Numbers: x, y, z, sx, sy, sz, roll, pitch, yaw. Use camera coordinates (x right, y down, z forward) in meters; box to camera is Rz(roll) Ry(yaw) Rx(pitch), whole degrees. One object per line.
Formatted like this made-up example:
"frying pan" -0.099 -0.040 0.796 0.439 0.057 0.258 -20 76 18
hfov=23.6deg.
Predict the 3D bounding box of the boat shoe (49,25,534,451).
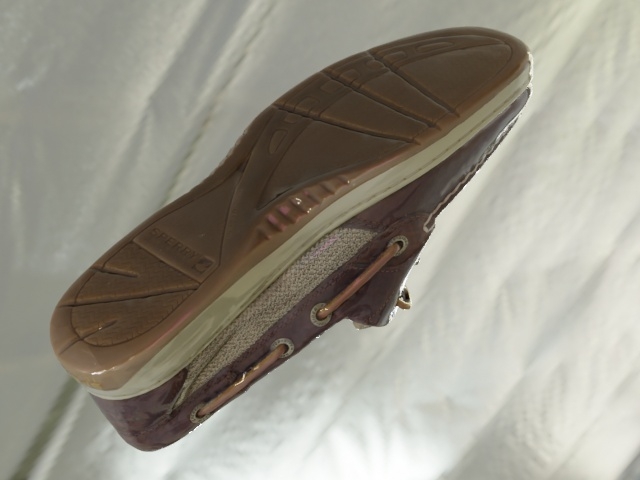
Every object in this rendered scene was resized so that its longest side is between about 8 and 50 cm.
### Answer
"boat shoe" 0.000 0.000 0.932 0.342 0.123 0.123 -41 -48 -18
